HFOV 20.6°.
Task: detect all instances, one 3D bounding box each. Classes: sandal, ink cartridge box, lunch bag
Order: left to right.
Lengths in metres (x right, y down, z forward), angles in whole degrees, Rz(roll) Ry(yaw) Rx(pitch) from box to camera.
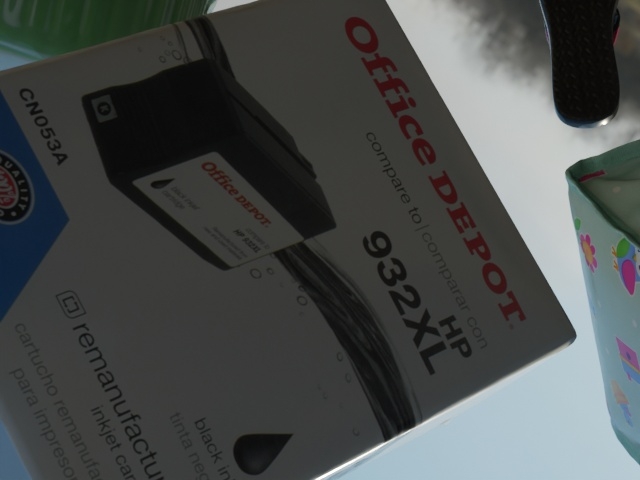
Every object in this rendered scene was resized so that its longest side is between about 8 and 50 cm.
[{"bbox_3d":[-0.061,0.022,0.829,0.307,0.129,0.223,-22,-101,-40],"label":"ink cartridge box"},{"bbox_3d":[0.200,-0.163,1.345,0.067,0.179,0.040,-1,159,11],"label":"sandal"},{"bbox_3d":[0.265,0.078,1.010,0.262,0.160,0.223,-125,15,-51],"label":"lunch bag"}]

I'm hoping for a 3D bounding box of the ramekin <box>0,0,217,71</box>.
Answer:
[{"bbox_3d":[-0.225,-0.148,1.201,0.303,0.148,0.303,7,160,3],"label":"ramekin"}]
